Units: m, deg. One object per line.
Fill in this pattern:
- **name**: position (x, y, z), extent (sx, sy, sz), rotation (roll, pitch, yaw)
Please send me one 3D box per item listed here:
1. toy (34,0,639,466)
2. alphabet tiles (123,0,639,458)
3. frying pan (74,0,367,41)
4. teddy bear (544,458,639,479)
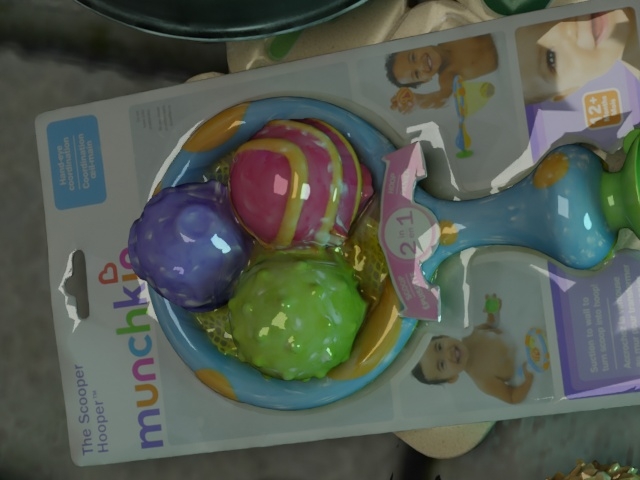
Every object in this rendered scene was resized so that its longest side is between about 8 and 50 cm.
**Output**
- **toy**: position (0.000, 0.000, 0.578), extent (0.237, 0.056, 0.137), rotation (-9, 84, 19)
- **alphabet tiles**: position (0.062, -0.077, 0.599), extent (0.284, 0.021, 0.278), rotation (37, 100, 17)
- **frying pan**: position (-0.098, -0.171, 0.593), extent (0.326, 0.053, 0.197), rotation (3, 81, 6)
- **teddy bear**: position (0.067, 0.202, 0.551), extent (0.338, 0.113, 0.245), rotation (41, 101, 15)
